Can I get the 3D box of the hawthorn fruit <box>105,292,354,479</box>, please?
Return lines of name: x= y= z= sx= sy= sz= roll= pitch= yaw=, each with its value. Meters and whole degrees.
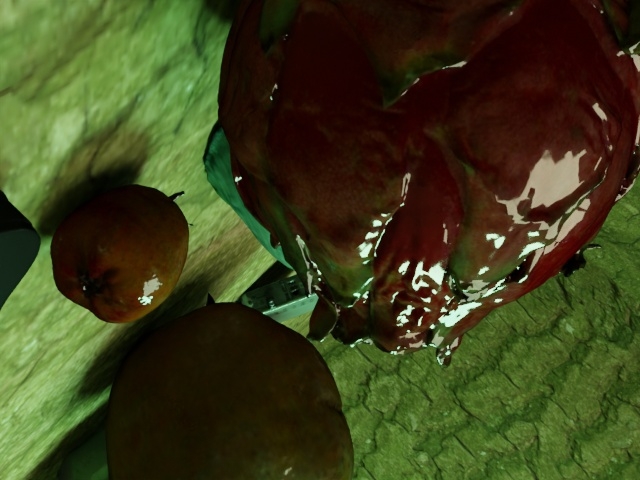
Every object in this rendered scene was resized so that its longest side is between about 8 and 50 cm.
hawthorn fruit: x=-0.109 y=0.197 z=0.821 sx=0.268 sy=0.301 sz=0.268 roll=-14 pitch=162 yaw=-5

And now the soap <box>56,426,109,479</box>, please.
soap: x=-0.183 y=0.340 z=1.021 sx=0.156 sy=0.261 sz=0.446 roll=-2 pitch=-155 yaw=42

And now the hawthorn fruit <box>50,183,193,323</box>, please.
hawthorn fruit: x=-0.119 y=0.003 z=0.466 sx=0.081 sy=0.081 sz=0.093 roll=-54 pitch=-179 yaw=40

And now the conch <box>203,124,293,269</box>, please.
conch: x=0.016 y=-0.059 z=0.620 sx=0.202 sy=0.134 sz=0.196 roll=-40 pitch=171 yaw=-29

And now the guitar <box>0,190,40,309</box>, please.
guitar: x=-0.230 y=0.079 z=0.411 sx=0.271 sy=0.038 sz=0.084 roll=-52 pitch=168 yaw=34

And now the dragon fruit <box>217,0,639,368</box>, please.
dragon fruit: x=0.065 y=-0.068 z=0.417 sx=0.244 sy=0.244 sz=0.299 roll=-32 pitch=125 yaw=-58

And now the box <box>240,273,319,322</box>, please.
box: x=0.012 y=0.069 z=1.153 sx=0.270 sy=0.045 sz=0.211 roll=-20 pitch=168 yaw=-4
